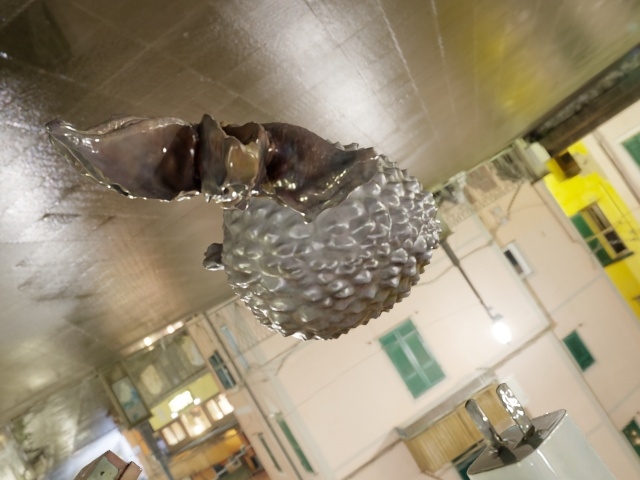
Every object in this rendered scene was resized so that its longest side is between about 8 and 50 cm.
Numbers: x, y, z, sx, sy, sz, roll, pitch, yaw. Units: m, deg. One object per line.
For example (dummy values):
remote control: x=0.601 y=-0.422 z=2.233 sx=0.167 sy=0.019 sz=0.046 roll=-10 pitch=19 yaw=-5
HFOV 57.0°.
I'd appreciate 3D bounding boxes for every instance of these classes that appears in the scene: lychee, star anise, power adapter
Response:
lychee: x=0.000 y=0.000 z=1.067 sx=0.432 sy=0.380 sz=0.380 roll=-8 pitch=172 yaw=1
star anise: x=-0.083 y=-0.048 z=0.374 sx=0.171 sy=0.063 sz=0.208 roll=1 pitch=-170 yaw=-27
power adapter: x=0.268 y=0.283 z=0.756 sx=0.125 sy=0.205 sz=0.130 roll=-26 pitch=168 yaw=-39

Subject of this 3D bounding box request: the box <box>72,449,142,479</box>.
box: x=-0.496 y=0.560 z=1.220 sx=0.215 sy=0.086 sz=0.215 roll=-39 pitch=-165 yaw=44
